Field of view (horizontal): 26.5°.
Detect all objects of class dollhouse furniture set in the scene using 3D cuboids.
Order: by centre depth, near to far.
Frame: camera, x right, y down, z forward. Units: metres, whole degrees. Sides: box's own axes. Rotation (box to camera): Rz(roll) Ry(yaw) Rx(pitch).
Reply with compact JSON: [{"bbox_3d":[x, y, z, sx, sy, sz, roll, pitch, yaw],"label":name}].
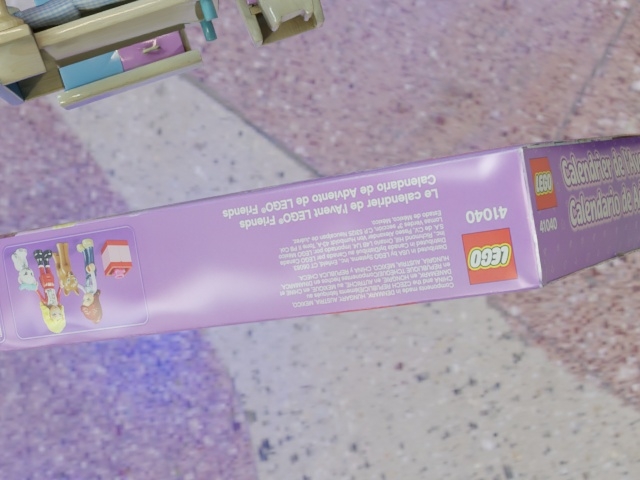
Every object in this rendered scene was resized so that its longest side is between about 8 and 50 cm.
[{"bbox_3d":[-0.152,-0.249,1.131,0.286,0.303,0.198,-19,92,-3],"label":"dollhouse furniture set"}]

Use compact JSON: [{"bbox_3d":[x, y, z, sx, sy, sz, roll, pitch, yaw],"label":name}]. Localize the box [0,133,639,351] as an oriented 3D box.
[{"bbox_3d":[0.000,0.000,0.645,0.293,0.201,0.057,-8,92,29],"label":"box"}]
